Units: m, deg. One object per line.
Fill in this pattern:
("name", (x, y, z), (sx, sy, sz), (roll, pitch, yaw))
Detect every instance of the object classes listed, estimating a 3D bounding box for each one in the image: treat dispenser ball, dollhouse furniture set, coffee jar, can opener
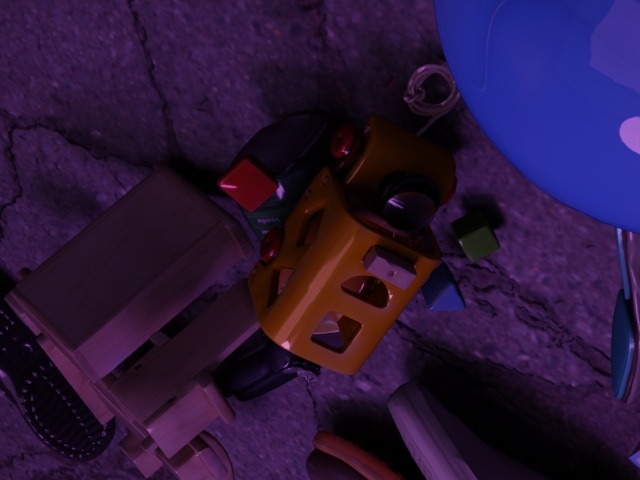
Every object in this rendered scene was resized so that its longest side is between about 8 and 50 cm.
("treat dispenser ball", (0.203, -0.144, 0.969), (0.288, 0.288, 0.288), (22, 137, 22))
("dollhouse furniture set", (-0.096, 0.125, 1.591), (0.303, 0.174, 0.355), (38, 164, 41))
("coffee jar", (0.000, 0.000, 1.423), (0.079, 0.096, 0.184), (-6, 121, 33))
("can opener", (-0.040, 0.107, 1.601), (0.059, 0.073, 0.186), (11, 152, -22))

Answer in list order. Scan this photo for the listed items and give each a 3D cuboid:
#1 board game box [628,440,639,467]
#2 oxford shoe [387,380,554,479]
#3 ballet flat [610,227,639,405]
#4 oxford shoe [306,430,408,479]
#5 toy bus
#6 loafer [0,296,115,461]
("board game box", (0.325, 0.189, 1.385), (0.154, 0.026, 0.103), (41, 141, 1))
("oxford shoe", (0.229, 0.273, 1.476), (0.449, 0.130, 0.169), (46, 179, 11))
("ballet flat", (0.241, 0.039, 1.289), (0.068, 0.072, 0.213), (-4, 132, 5))
("oxford shoe", (0.082, 0.307, 1.535), (0.363, 0.133, 0.130), (46, 177, 34))
("toy bus", (0.037, 0.000, 1.309), (0.191, 0.104, 0.202), (-16, 124, -2))
("loafer", (-0.286, 0.126, 1.809), (0.220, 0.080, 0.078), (52, 173, -14))
